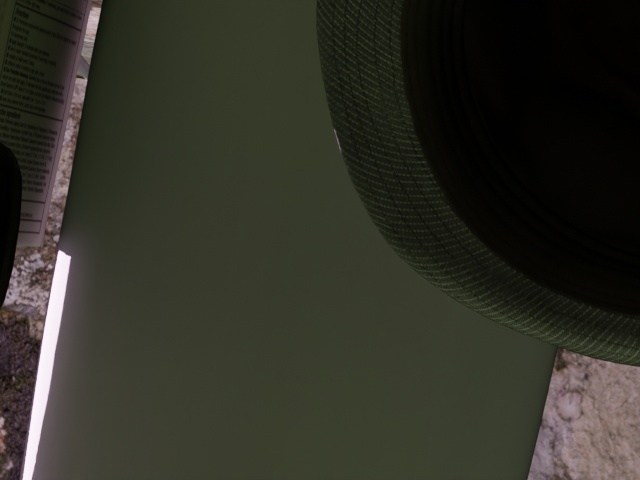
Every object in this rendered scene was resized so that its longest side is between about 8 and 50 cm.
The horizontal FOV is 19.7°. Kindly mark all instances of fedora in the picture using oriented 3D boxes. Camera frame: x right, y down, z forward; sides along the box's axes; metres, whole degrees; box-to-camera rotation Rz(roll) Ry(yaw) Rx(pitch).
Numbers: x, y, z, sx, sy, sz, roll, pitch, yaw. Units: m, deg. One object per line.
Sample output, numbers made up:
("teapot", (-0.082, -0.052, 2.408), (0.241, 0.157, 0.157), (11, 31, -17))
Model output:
("fedora", (0.142, -0.076, 0.759), (0.275, 0.243, 0.124), (0, -159, 45))

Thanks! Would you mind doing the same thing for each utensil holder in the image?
("utensil holder", (0.000, 0.000, 1.124), (0.328, 0.385, 0.327), (11, 180, 0))

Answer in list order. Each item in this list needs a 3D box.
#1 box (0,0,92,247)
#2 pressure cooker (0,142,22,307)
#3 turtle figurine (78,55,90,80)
("box", (-0.221, -0.120, 1.079), (0.127, 0.232, 0.148), (12, -179, 11))
("pressure cooker", (-0.371, -0.037, 0.829), (0.370, 0.375, 0.420), (46, 170, 15))
("turtle figurine", (-0.090, -0.085, 1.506), (0.275, 0.266, 0.198), (-1, -160, -11))
